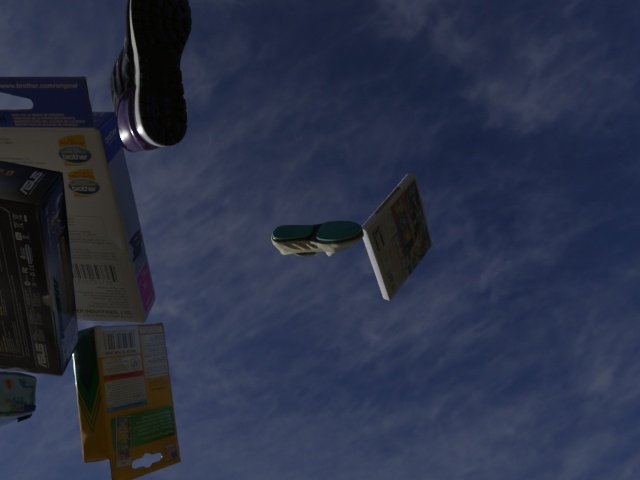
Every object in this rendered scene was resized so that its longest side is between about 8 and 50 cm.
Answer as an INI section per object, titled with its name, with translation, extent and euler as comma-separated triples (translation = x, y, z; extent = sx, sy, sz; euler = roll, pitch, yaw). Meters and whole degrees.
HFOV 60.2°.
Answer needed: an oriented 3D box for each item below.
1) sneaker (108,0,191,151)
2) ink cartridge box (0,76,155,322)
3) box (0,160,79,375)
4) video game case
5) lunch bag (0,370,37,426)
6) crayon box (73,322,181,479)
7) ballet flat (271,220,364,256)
[sneaker]
translation = -0.280, -0.277, 0.844
extent = 0.107, 0.124, 0.283
euler = 11, -102, -53
[ink cartridge box]
translation = -0.309, -0.040, 0.631
extent = 0.186, 0.065, 0.311
euler = 1, -55, 3
[box]
translation = -0.340, 0.028, 0.531
extent = 0.183, 0.056, 0.231
euler = 9, -54, -5
[video game case]
translation = 0.163, -0.006, 1.144
extent = 0.183, 0.023, 0.201
euler = -47, -46, -29
[lunch bag]
translation = -0.668, 0.307, 1.037
extent = 0.176, 0.090, 0.219
euler = -21, -23, 23
[crayon box]
translation = -0.428, 0.352, 1.225
extent = 0.083, 0.322, 0.203
euler = -18, -14, 25
[ballet flat]
translation = 0.000, 0.000, 0.878
extent = 0.168, 0.057, 0.052
euler = 1, -48, 31
